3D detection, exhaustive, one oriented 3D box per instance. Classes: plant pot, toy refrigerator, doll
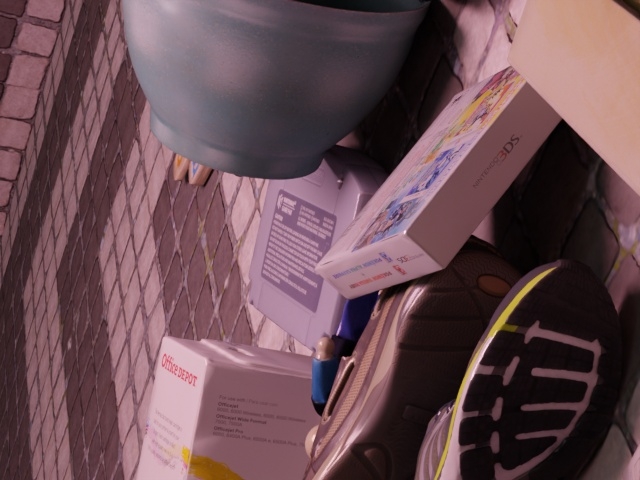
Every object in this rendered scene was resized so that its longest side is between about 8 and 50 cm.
[{"bbox_3d":[-0.061,-0.179,1.583,0.293,0.293,0.196,-118,40,-61],"label":"plant pot"},{"bbox_3d":[0.218,-0.100,1.034,0.269,0.102,0.094,-117,41,-61],"label":"toy refrigerator"},{"bbox_3d":[0.031,0.114,1.453,0.046,0.129,0.189,-5,50,33],"label":"doll"}]

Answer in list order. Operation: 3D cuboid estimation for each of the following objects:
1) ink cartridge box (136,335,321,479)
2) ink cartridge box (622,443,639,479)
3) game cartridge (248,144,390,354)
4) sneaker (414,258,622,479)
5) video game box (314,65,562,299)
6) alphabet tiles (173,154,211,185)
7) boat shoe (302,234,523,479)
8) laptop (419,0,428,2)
[{"bbox_3d":[-0.075,0.224,1.603,0.171,0.168,0.233,-164,85,-70],"label":"ink cartridge box"},{"bbox_3d":[0.222,0.187,0.964,0.225,0.056,0.181,86,-174,-65],"label":"ink cartridge box"},{"bbox_3d":[0.000,0.000,1.682,0.294,0.060,0.196,-150,68,-70],"label":"game cartridge"},{"bbox_3d":[0.121,0.137,1.191,0.121,0.111,0.300,-107,35,-60],"label":"sneaker"},{"bbox_3d":[0.101,-0.051,1.280,0.205,0.048,0.187,-51,8,-20],"label":"video game box"},{"bbox_3d":[-0.152,-0.221,2.270,0.278,0.021,0.284,123,150,-48],"label":"alphabet tiles"},{"bbox_3d":[0.067,0.150,1.339,0.355,0.132,0.130,-62,14,21],"label":"boat shoe"},{"bbox_3d":[0.104,-0.339,1.422,0.264,0.136,0.234,-15,104,47],"label":"laptop"}]
